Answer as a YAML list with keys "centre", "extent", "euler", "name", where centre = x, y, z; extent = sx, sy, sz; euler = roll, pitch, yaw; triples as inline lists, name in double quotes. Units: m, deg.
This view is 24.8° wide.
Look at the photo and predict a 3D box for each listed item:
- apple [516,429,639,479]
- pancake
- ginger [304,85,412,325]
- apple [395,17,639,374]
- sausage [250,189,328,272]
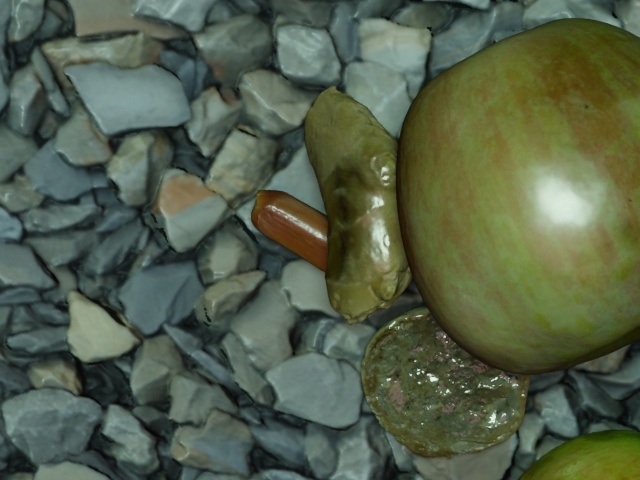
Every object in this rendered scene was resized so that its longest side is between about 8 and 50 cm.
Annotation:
- centre: [0.243, 0.252, 1.205]
  extent: [0.196, 0.196, 0.196]
  euler: [2, 112, 4]
  name: "apple"
- centre: [0.105, 0.123, 1.250]
  extent: [0.152, 0.025, 0.151]
  euler: [1, 112, 3]
  name: "pancake"
- centre: [0.032, -0.029, 1.145]
  extent: [0.095, 0.069, 0.190]
  euler: [-6, 90, 34]
  name: "ginger"
- centre: [0.177, -0.031, 1.067]
  extent: [0.257, 0.257, 0.234]
  euler: [-33, 76, 17]
  name: "apple"
- centre: [0.000, 0.000, 1.201]
  extent: [0.131, 0.039, 0.041]
  euler: [32, 118, -7]
  name: "sausage"
